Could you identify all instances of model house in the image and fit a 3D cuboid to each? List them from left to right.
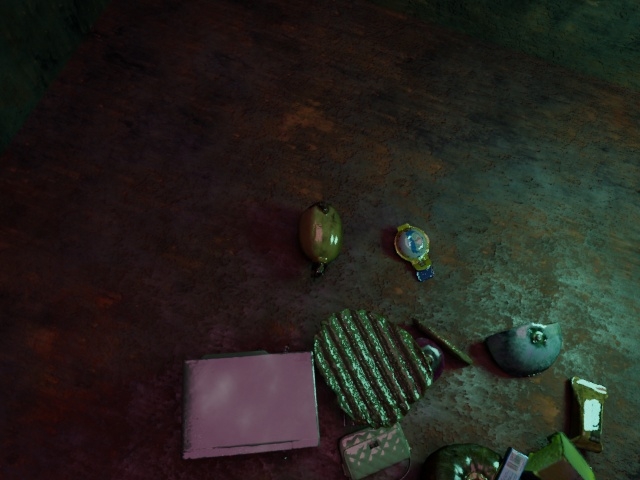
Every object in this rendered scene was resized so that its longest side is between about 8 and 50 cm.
[{"bbox_3d":[0.828,0.828,1.745,0.194,0.170,0.211,47,113,-1],"label":"model house"}]

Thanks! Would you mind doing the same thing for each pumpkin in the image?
[{"bbox_3d":[0.458,0.828,1.673,0.232,0.242,0.325,22,44,32],"label":"pumpkin"}]

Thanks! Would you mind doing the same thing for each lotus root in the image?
[{"bbox_3d":[0.000,0.000,1.970,0.183,0.183,0.309,1,70,-6],"label":"lotus root"}]

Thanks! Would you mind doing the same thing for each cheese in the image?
[{"bbox_3d":[0.397,0.047,2.053,0.157,0.064,0.250,-23,84,-14],"label":"cheese"}]

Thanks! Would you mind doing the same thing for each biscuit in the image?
[{"bbox_3d":[0.467,0.390,1.878,0.290,0.141,0.038,37,86,6],"label":"biscuit"}]

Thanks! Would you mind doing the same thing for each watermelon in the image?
[{"bbox_3d":[0.819,0.413,1.888,0.322,0.175,0.188,-13,69,-11],"label":"watermelon"}]

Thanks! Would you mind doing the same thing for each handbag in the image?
[{"bbox_3d":[0.197,0.763,1.728,0.256,0.079,0.219,-17,74,-12],"label":"handbag"}]

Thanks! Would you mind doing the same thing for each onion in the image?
[{"bbox_3d":[0.378,0.450,1.838,0.177,0.153,0.177,9,76,-38],"label":"onion"}]

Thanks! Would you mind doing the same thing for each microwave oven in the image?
[{"bbox_3d":[-0.237,0.552,1.676,0.432,0.236,0.374,-2,68,-8],"label":"microwave oven"}]

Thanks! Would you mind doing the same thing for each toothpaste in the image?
[{"bbox_3d":[0.633,0.858,1.717,0.065,0.050,0.266,27,80,11],"label":"toothpaste"}]

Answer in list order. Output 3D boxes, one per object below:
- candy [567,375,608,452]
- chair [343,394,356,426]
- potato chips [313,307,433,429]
[{"bbox_3d":[1.004,0.654,1.855,0.143,0.101,0.271,17,60,7],"label":"candy"},{"bbox_3d":[0.142,0.523,1.775,0.173,0.158,0.246,-13,71,-15],"label":"chair"},{"bbox_3d":[0.176,0.421,1.700,0.359,0.070,0.429,-26,76,-18],"label":"potato chips"}]
